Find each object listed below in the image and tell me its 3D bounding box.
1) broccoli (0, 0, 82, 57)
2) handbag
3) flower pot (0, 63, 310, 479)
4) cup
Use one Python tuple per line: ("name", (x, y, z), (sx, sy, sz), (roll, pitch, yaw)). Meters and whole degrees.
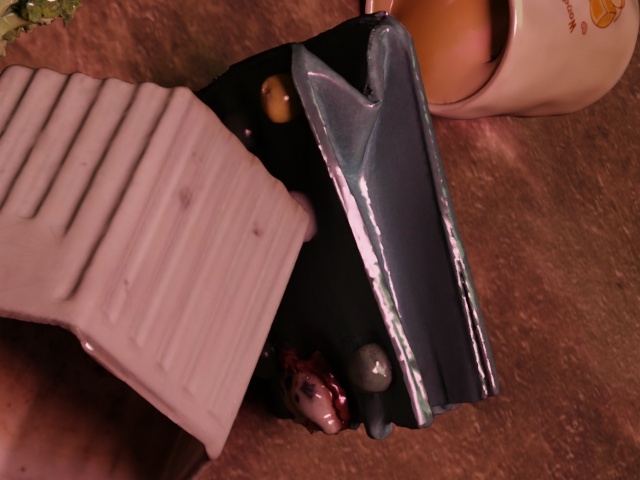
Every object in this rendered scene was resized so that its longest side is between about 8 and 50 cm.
("broccoli", (-0.247, -0.119, 0.888), (0.270, 0.270, 0.270), (-5, 70, -49))
("handbag", (-0.005, -0.001, 1.141), (0.100, 0.268, 0.274), (-13, 92, -24))
("flower pot", (-0.143, 0.033, 1.009), (0.209, 0.239, 0.190), (75, 28, -50))
("cup", (0.135, -0.212, 1.463), (0.202, 0.255, 0.173), (-7, 127, -48))
